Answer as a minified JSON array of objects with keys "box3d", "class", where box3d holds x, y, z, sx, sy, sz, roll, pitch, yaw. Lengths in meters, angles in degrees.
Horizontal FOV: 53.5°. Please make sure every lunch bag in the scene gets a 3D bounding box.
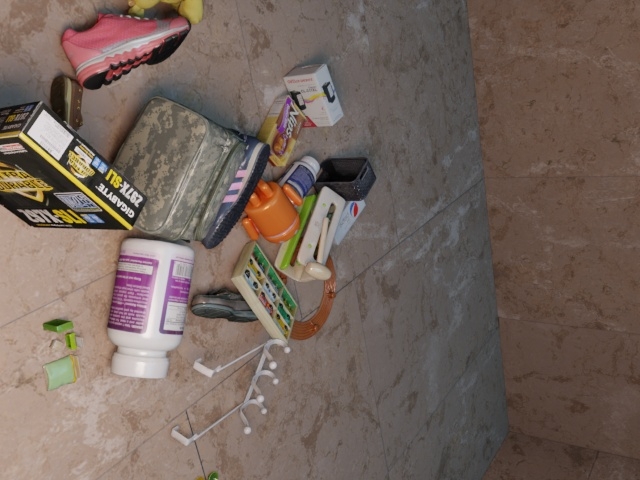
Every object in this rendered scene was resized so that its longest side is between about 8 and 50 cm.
[{"box3d":[-0.311,-0.152,1.467,0.305,0.212,0.256,-65,159,1],"class":"lunch bag"}]

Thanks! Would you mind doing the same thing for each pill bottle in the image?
[{"box3d":[-0.391,0.154,1.449,0.169,0.169,0.301,17,79,-53],"class":"pill bottle"},{"box3d":[-0.070,-0.180,1.927,0.169,0.094,0.094,-55,134,-35],"class":"pill bottle"}]

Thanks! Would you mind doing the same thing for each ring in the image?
[{"box3d":[-0.041,0.155,2.049,0.336,0.032,0.336,-8,99,-53],"class":"ring"}]

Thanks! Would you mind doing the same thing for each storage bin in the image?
[{"box3d":[0.074,-0.197,2.052,0.122,0.180,0.084,-60,135,-32],"class":"storage bin"}]

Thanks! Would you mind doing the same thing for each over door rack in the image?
[{"box3d":[-0.219,0.407,1.687,0.324,0.108,0.239,-6,122,-54],"class":"over door rack"}]

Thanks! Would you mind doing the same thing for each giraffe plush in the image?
[{"box3d":[-0.366,-0.579,1.453,0.170,0.210,0.181,-17,115,-21],"class":"giraffe plush"}]

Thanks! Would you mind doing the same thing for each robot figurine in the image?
[{"box3d":[-0.136,-0.081,1.814,0.219,0.128,0.158,57,43,-39],"class":"robot figurine"}]

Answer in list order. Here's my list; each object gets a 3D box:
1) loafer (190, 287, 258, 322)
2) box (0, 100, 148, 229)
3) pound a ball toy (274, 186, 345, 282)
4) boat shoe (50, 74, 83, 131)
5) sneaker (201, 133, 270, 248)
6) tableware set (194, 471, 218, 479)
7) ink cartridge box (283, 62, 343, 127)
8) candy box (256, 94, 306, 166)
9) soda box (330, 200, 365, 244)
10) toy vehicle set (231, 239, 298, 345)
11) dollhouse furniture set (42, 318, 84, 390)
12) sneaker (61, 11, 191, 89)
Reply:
[{"box3d":[-0.259,0.168,1.716,0.267,0.096,0.084,26,52,-59],"class":"loafer"},{"box3d":[-0.507,-0.120,1.136,0.257,0.322,0.079,48,53,-45],"class":"box"},{"box3d":[0.000,0.000,1.908,0.136,0.208,0.319,35,59,-30],"class":"pound a ball toy"},{"box3d":[-0.523,-0.250,1.322,0.060,0.064,0.178,9,81,-56],"class":"boat shoe"},{"box3d":[-0.256,-0.136,1.686,0.319,0.131,0.112,-62,169,-3],"class":"sneaker"},{"box3d":[-0.327,0.689,1.699,0.154,0.024,0.104,-12,102,-53],"class":"tableware set"},{"box3d":[-0.022,-0.442,1.947,0.072,0.127,0.175,-49,129,-37],"class":"ink cartridge box"},{"box3d":[-0.118,-0.326,1.888,0.109,0.053,0.186,48,56,-44],"class":"candy box"},{"box3d":[0.070,-0.082,2.152,0.216,0.069,0.074,-54,133,-36],"class":"soda box"},{"box3d":[-0.153,0.150,1.812,0.267,0.035,0.166,59,25,-29],"class":"toy vehicle set"},{"box3d":[-0.540,0.243,1.341,0.076,0.058,0.151,-18,107,-52],"class":"dollhouse furniture set"},{"box3d":[-0.419,-0.452,1.390,0.314,0.116,0.136,-39,97,-37],"class":"sneaker"}]
